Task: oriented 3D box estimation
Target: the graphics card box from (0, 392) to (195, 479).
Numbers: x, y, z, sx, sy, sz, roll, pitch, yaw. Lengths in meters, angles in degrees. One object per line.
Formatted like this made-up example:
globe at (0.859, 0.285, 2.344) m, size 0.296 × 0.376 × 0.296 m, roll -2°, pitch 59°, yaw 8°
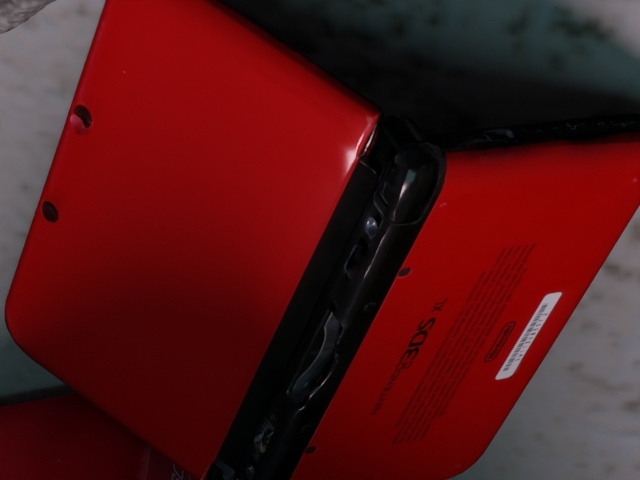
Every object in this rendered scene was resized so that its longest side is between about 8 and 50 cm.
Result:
graphics card box at (-0.029, 0.250, 0.612) m, size 0.094 × 0.233 × 0.371 m, roll -13°, pitch 130°, yaw 16°

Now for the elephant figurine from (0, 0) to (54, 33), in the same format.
elephant figurine at (-0.021, -0.127, 0.305) m, size 0.239 × 0.186 × 0.169 m, roll -6°, pitch 166°, yaw 10°

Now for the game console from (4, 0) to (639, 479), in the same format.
game console at (0.000, 0.000, 0.524) m, size 0.124 × 0.085 × 0.144 m, roll -8°, pitch 142°, yaw -32°
